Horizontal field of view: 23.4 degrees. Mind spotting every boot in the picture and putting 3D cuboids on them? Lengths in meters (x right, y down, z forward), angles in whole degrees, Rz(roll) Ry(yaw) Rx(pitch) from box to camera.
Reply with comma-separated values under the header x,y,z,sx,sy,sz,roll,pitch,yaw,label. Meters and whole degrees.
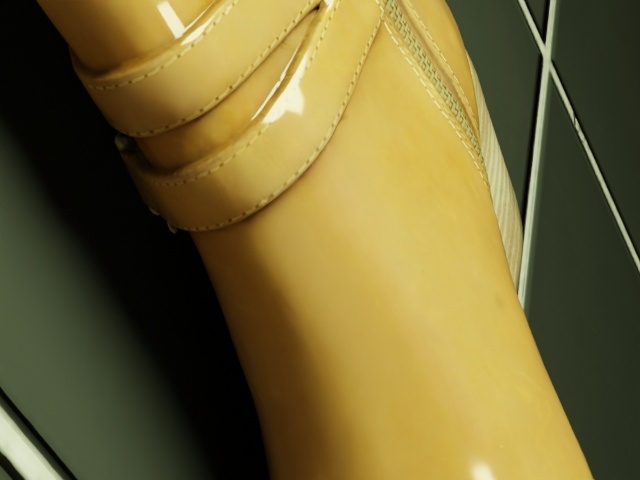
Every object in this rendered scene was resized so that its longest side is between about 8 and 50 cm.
x,y,z,sx,sy,sz,roll,pitch,yaw,label
0.000,0.000,0.402,0.283,0.109,0.220,-83,150,-41,boot
